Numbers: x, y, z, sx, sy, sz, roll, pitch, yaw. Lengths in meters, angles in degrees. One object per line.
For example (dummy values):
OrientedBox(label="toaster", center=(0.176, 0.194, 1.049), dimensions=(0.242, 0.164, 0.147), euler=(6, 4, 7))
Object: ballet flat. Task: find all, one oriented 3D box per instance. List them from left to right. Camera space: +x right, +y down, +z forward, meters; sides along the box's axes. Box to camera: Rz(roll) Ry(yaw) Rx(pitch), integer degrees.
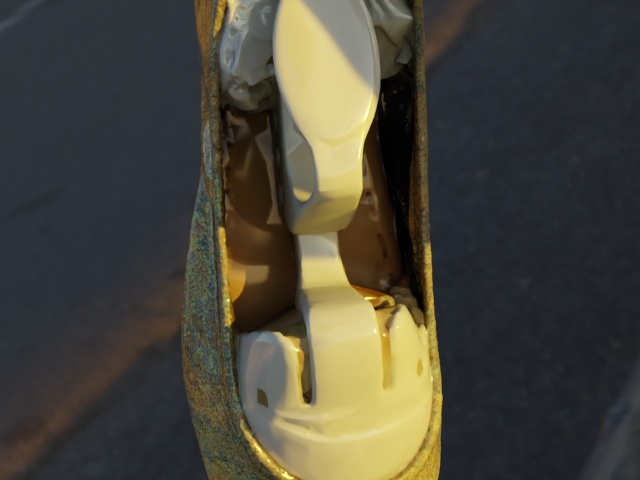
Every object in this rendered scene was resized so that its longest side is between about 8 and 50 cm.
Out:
OrientedBox(label="ballet flat", center=(0.000, 0.000, 0.825), dimensions=(0.123, 0.348, 0.123), euler=(-3, 5, 0))
